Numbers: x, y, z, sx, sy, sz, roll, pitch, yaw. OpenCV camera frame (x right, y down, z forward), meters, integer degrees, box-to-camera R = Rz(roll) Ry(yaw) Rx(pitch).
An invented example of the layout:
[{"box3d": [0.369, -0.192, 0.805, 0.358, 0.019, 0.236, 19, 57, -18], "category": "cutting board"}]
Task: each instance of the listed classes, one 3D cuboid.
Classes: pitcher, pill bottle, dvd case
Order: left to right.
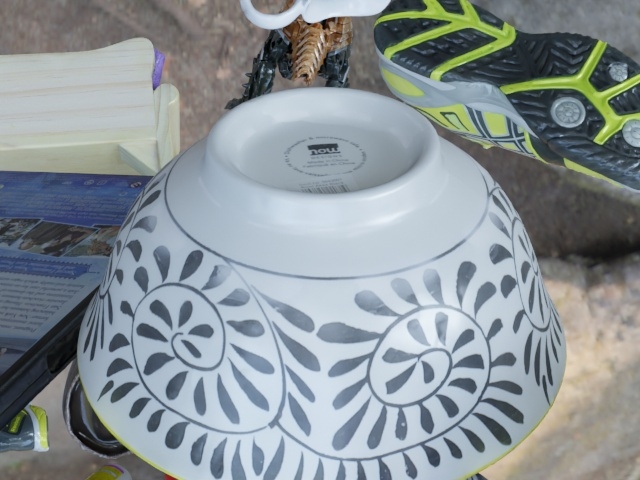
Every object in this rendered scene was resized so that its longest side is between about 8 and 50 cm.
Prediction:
[{"box3d": [-0.183, 0.027, 0.642, 0.180, 0.253, 0.022, 4, 120, 26], "category": "dvd case"}, {"box3d": [-0.235, 0.269, 1.242, 0.043, 0.083, 0.043, 8, 109, 23], "category": "pill bottle"}, {"box3d": [-0.034, -0.340, 1.353, 0.178, 0.207, 0.125, -20, 160, -20], "category": "pitcher"}]

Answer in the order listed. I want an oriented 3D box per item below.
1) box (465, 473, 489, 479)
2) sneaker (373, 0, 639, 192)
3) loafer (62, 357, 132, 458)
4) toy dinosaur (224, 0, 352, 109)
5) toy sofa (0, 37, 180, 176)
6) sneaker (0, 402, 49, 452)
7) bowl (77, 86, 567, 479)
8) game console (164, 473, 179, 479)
[{"box3d": [0.203, 0.524, 0.921, 0.297, 0.471, 0.480, -41, 121, 21], "category": "box"}, {"box3d": [0.244, -0.165, 1.392, 0.385, 0.145, 0.147, 31, 162, 18], "category": "sneaker"}, {"box3d": [-0.169, 0.111, 1.281, 0.134, 0.130, 0.366, 33, 112, -13], "category": "loafer"}, {"box3d": [-0.025, -0.241, 1.503, 0.164, 0.322, 0.218, 23, 110, 16], "category": "toy dinosaur"}, {"box3d": [-0.338, -0.106, 1.331, 0.363, 0.177, 0.150, -5, 158, -8], "category": "toy sofa"}, {"box3d": [-0.190, 0.105, 0.711, 0.035, 0.083, 0.031, -3, 98, -33], "category": "sneaker"}, {"box3d": [0.000, 0.000, 0.397, 0.170, 0.170, 0.080, -3, 124, -4], "category": "bowl"}, {"box3d": [-0.040, 0.359, 1.204, 0.342, 0.060, 0.386, 8, 111, -34], "category": "game console"}]
